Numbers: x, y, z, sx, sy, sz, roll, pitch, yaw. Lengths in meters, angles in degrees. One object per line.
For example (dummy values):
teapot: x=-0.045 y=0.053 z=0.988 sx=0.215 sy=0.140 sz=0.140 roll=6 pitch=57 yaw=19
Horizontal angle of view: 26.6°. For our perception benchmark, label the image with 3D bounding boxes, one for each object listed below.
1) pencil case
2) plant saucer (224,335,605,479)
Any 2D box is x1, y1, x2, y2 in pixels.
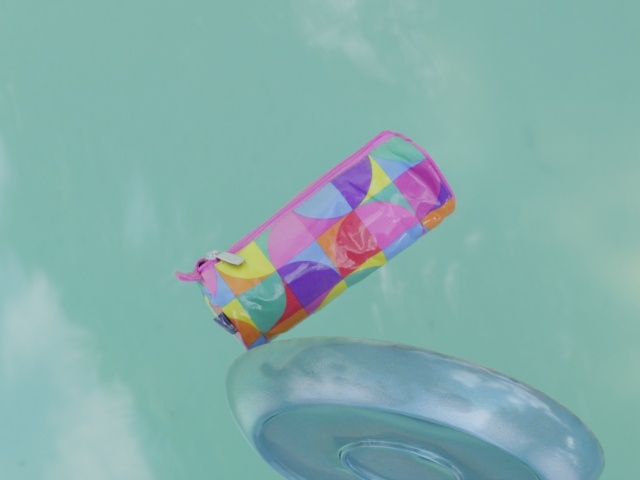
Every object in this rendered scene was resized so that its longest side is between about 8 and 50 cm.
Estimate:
pencil case: x=0.000 y=0.000 z=1.151 sx=0.236 sy=0.104 sz=0.104 roll=-35 pitch=132 yaw=-6
plant saucer: x=0.070 y=0.172 z=1.105 sx=0.318 sy=0.043 sz=0.317 roll=12 pitch=151 yaw=6
